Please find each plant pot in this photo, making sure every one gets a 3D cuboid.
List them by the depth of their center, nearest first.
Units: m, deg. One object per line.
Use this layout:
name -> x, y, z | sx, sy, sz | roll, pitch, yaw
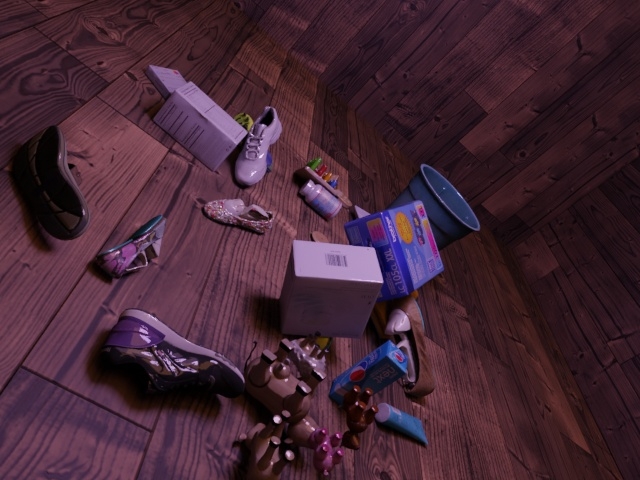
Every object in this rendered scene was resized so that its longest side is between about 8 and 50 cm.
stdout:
plant pot -> 0.403, -0.071, 2.080 | 0.341, 0.334, 0.341 | 36, 28, -22

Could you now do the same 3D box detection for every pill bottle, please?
pill bottle -> -0.002, -0.159, 1.978 | 0.160, 0.087, 0.087 | 39, 27, -15

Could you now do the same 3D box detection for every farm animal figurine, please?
farm animal figurine -> -0.064, 0.364, 1.079 | 0.331, 0.172, 0.326 | 0, 40, -47

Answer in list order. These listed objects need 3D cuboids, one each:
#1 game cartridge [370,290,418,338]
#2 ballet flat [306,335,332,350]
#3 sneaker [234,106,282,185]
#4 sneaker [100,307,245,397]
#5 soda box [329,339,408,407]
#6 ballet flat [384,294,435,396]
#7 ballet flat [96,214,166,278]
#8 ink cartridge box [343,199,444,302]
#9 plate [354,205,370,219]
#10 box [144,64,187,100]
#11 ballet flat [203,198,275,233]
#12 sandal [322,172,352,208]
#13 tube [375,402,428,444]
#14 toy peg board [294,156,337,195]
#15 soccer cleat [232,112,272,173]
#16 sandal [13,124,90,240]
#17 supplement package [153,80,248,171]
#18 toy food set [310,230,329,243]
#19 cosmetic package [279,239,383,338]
game cartridge -> 0.233, 0.136, 1.782 | 0.324, 0.053, 0.285 | -39, 109, -52
ballet flat -> 0.011, 0.227, 1.477 | 0.077, 0.077, 0.231 | 28, 29, -1
sneaker -> -0.219, -0.323, 1.725 | 0.111, 0.129, 0.296 | 15, 69, 5
sneaker -> -0.284, 0.256, 0.983 | 0.283, 0.107, 0.124 | 34, 43, -17
soda box -> 0.121, 0.346, 1.306 | 0.071, 0.210, 0.067 | 44, 26, -9
ballet flat -> 0.268, 0.325, 1.626 | 0.124, 0.116, 0.342 | -1, 74, -38
ballet flat -> -0.406, 0.020, 1.147 | 0.079, 0.077, 0.221 | 60, 28, -15
ink cartridge box -> 0.233, 0.034, 1.657 | 0.396, 0.151, 0.269 | -20, 91, -55
plate -> 0.257, 0.005, 2.184 | 0.278, 0.045, 0.277 | 28, 31, -34
box -> -0.505, -0.526, 1.794 | 0.186, 0.038, 0.145 | 52, 26, 9
ballet flat -> -0.235, -0.086, 1.535 | 0.241, 0.077, 0.091 | 15, 41, -47
sandal -> 0.061, -0.243, 2.200 | 0.240, 0.079, 0.088 | 42, 26, -9
tube -> 0.235, 0.511, 1.439 | 0.207, 0.052, 0.080 | 35, 33, -34
toy peg board -> -0.001, -0.253, 2.030 | 0.161, 0.079, 0.161 | 39, -10, -15
soccer cleat -> -0.256, -0.360, 1.905 | 0.289, 0.094, 0.121 | 61, 4, 34
sandal -> -0.557, -0.116, 1.083 | 0.302, 0.120, 0.086 | 61, 1, 23
supplement package -> -0.380, -0.366, 1.644 | 0.244, 0.134, 0.139 | 41, 26, -12
toy food set -> 0.000, 0.000, 1.832 | 0.083, 0.020, 0.082 | 25, 33, -37
cosmetic package -> 0.019, 0.135, 1.353 | 0.224, 0.224, 0.138 | 5, 41, -12
